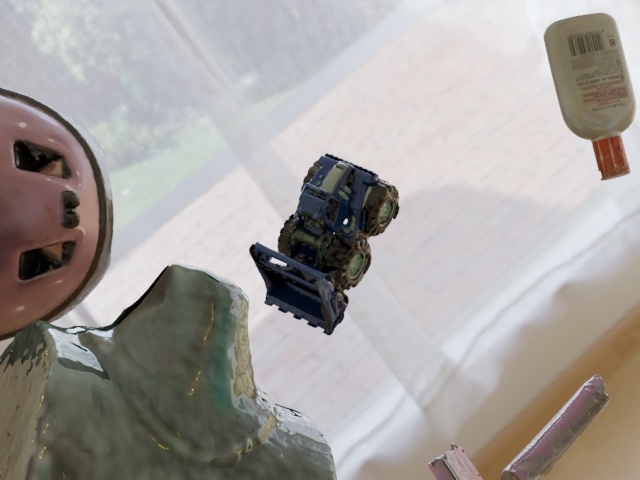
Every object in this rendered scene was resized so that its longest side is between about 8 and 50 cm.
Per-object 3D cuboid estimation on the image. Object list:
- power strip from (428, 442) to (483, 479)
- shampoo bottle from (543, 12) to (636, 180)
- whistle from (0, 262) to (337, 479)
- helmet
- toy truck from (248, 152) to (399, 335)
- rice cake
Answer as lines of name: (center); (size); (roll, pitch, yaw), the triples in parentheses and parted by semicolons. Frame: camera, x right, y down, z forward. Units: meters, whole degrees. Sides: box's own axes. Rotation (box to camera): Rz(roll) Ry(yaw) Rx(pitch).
power strip: (0.295, 0.498, 2.003); (0.037, 0.279, 0.109); (-40, -19, 22)
shampoo bottle: (0.369, -0.191, 1.484); (0.108, 0.221, 0.051); (-12, -4, -14)
whistle: (-0.109, 0.214, 0.543); (0.188, 0.168, 0.405); (-41, 36, 44)
helmet: (-0.278, -0.018, 0.805); (0.253, 0.198, 0.154); (-1, 2, 4)
toy truck: (0.000, 0.000, 1.370); (0.113, 0.126, 0.208); (23, 89, 27)
rice cake: (0.345, 0.282, 1.602); (0.270, 0.049, 0.055); (-35, -12, -38)
